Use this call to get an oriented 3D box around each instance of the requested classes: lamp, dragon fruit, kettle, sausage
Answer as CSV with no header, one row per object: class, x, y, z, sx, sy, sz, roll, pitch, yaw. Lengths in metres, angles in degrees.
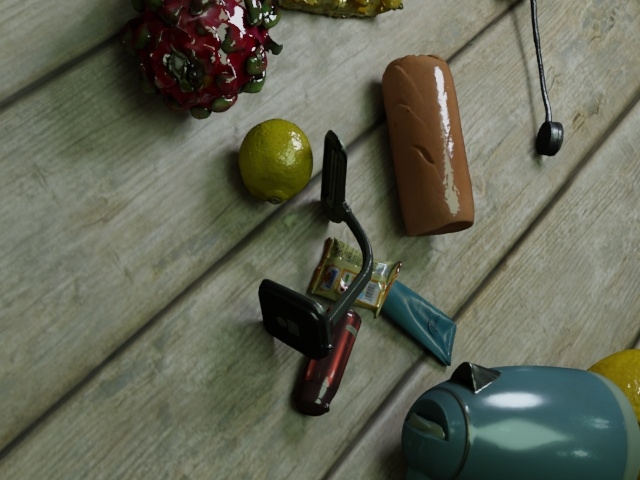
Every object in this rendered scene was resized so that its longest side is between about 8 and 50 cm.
lamp,0.394,-0.344,2.196,0.108,0.130,0.371,6,83,-18
lamp,0.007,0.000,1.603,0.203,0.124,0.283,81,27,-50
dragon fruit,-0.168,-0.303,1.571,0.198,0.218,0.273,37,35,-77
kettle,0.266,0.341,1.724,0.342,0.247,0.320,9,94,-33
sausage,0.174,-0.157,1.875,0.121,0.121,0.304,4,73,-42

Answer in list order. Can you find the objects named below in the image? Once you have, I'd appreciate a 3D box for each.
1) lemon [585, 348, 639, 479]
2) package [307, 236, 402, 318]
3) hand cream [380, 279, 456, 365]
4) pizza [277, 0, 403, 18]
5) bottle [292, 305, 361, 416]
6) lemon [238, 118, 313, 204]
lemon,0.536,0.321,1.933,0.293,0.293,0.293,17,64,-38
package,0.051,0.055,1.714,0.120,0.031,0.108,21,55,2
hand cream,0.142,0.114,1.806,0.224,0.048,0.083,37,50,-34
pizza,0.010,-0.501,1.882,0.257,0.087,0.269,-7,77,-47
bottle,0.008,0.174,1.646,0.060,0.060,0.164,40,52,-26
lemon,-0.064,-0.112,1.646,0.109,0.109,0.133,19,56,-37
